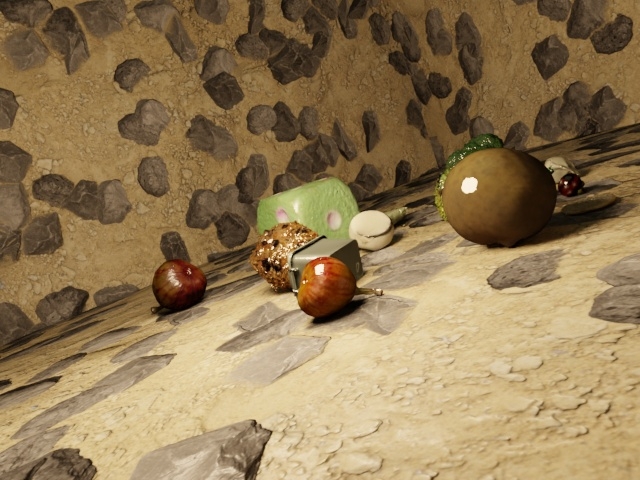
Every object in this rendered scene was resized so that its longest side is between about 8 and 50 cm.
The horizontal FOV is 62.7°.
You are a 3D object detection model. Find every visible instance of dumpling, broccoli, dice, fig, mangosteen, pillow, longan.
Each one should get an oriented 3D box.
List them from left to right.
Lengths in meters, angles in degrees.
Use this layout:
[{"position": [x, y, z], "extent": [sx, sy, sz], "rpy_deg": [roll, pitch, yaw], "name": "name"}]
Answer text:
[{"position": [-0.620, 0.215, 2.184], "extent": [0.321, 0.217, 0.217], "rpy_deg": [-41, -8, 39], "name": "fig"}, {"position": [-0.046, -0.063, 2.114], "extent": [0.322, 0.319, 0.330], "rpy_deg": [-24, 10, -39], "name": "dice"}, {"position": [0.027, 0.114, 1.360], "extent": [0.202, 0.149, 0.148], "rpy_deg": [-11, -16, -45], "name": "fig"}, {"position": [0.221, -0.059, 2.343], "extent": [0.280, 0.076, 0.274], "rpy_deg": [-21, 4, 40], "name": "pillow"}, {"position": [0.566, -0.150, 2.031], "extent": [0.242, 0.273, 0.180], "rpy_deg": [-32, -32, -23], "name": "broccoli"}, {"position": [0.713, -0.314, 2.356], "extent": [0.321, 0.304, 0.283], "rpy_deg": [-12, -20, 28], "name": "broccoli"}, {"position": [0.486, -0.117, 1.429], "extent": [0.297, 0.297, 0.297], "rpy_deg": [-19, 8, 3], "name": "longan"}, {"position": [0.933, -0.271, 2.036], "extent": [0.127, 0.108, 0.188], "rpy_deg": [5, -5, 9], "name": "dumpling"}, {"position": [0.828, -0.183, 1.736], "extent": [0.080, 0.081, 0.081], "rpy_deg": [-19, 8, 3], "name": "mangosteen"}]

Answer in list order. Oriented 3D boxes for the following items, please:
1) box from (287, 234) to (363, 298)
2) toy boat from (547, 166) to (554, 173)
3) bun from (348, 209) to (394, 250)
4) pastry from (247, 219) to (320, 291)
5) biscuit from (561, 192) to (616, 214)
[{"position": [0.024, 0.081, 1.589], "extent": [0.135, 0.163, 0.243], "rpy_deg": [-3, 14, 32], "name": "box"}, {"position": [0.720, -0.169, 1.816], "extent": [0.229, 0.089, 0.088], "rpy_deg": [-40, -10, -16], "name": "toy boat"}, {"position": [0.195, -0.027, 2.000], "extent": [0.172, 0.120, 0.173], "rpy_deg": [-4, 42, 3], "name": "bun"}, {"position": [-0.107, 0.061, 1.826], "extent": [0.274, 0.193, 0.275], "rpy_deg": [-15, 40, 13], "name": "pastry"}, {"position": [0.776, -0.104, 1.519], "extent": [0.152, 0.020, 0.152], "rpy_deg": [-20, 9, 3], "name": "biscuit"}]
